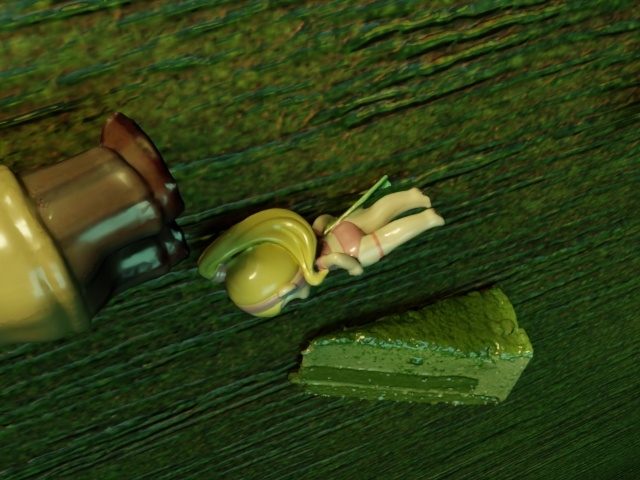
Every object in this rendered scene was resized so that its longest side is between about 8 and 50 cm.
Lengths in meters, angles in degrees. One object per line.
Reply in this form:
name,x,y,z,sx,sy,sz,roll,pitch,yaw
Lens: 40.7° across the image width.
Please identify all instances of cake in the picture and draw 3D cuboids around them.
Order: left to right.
cake,0.096,0.127,0.875,0.235,0.099,0.100,-11,141,-26

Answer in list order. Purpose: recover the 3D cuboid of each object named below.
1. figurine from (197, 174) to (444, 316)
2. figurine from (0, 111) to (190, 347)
figurine,0.000,0.000,0.659,0.187,0.083,0.083,-21,147,-3
figurine,-0.258,0.039,0.454,0.365,0.206,0.218,-44,177,-23
